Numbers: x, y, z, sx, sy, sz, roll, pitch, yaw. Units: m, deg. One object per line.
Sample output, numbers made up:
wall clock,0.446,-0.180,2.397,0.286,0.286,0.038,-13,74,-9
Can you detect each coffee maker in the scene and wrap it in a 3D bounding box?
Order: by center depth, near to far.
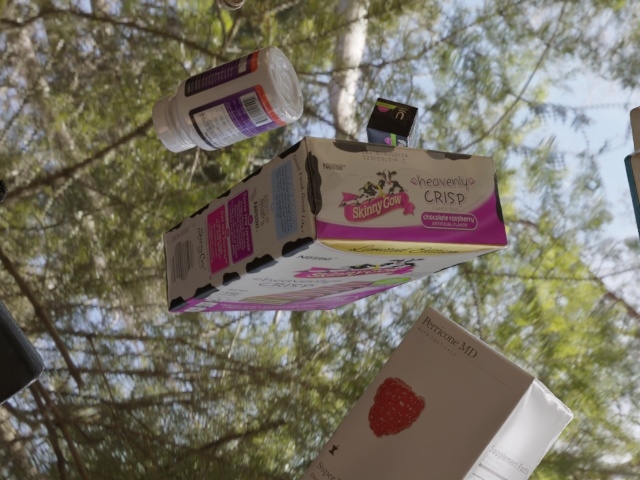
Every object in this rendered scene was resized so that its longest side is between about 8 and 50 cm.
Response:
coffee maker,-0.338,0.067,0.851,0.171,0.178,0.120,-24,-152,-3

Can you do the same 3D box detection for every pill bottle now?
pill bottle,-0.131,-0.188,1.243,0.193,0.108,0.108,-16,-120,21

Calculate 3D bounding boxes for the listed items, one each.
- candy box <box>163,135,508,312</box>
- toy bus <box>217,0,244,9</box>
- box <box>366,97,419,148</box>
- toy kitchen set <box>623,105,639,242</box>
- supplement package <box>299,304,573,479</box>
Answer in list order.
candy box,0.000,0.000,0.669,0.159,0.233,0.071,2,-106,-31
toy bus,-0.146,-0.418,1.219,0.191,0.104,0.202,46,-117,-14
box,0.102,-0.151,1.254,0.062,0.083,0.052,16,-110,14
toy kitchen set,0.293,-0.041,0.744,0.207,0.166,0.122,-23,-76,-30
supplement package,0.141,0.264,1.118,0.177,0.175,0.293,34,-93,39
